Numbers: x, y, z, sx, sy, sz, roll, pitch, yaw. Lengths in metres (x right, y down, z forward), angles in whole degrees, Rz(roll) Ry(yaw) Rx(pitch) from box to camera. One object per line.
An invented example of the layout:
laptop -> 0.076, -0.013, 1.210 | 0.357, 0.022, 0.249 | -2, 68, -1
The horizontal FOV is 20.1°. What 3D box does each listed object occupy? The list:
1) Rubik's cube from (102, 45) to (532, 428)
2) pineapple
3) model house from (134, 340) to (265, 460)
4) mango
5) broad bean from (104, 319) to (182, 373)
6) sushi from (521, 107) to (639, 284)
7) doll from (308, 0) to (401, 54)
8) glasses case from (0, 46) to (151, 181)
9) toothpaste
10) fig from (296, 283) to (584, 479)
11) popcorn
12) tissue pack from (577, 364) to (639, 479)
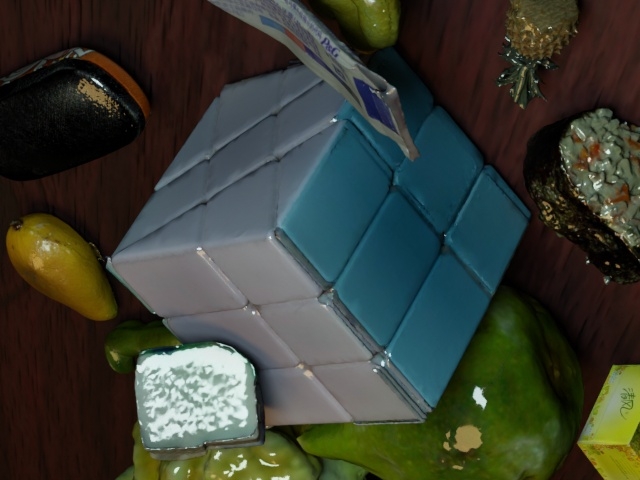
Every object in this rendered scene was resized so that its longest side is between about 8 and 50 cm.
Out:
Rubik's cube -> 0.000, 0.000, 1.510 | 0.221, 0.231, 0.224 | -9, 132, 48
pineapple -> 0.154, -0.142, 1.345 | 0.058, 0.058, 0.124 | 28, 149, 5
model house -> -0.097, 0.134, 1.502 | 0.100, 0.088, 0.100 | -6, 168, 3
mango -> -0.282, 0.033, 1.966 | 0.101, 0.066, 0.187 | 10, 151, 33
broad bean -> -0.178, 0.113, 1.997 | 0.070, 0.048, 0.213 | 44, 147, -19
sushi -> 0.227, -0.035, 1.400 | 0.150, 0.090, 0.078 | 47, 154, -14
doll -> 0.032, -0.215, 1.339 | 0.137, 0.097, 0.209 | 60, 168, 12
glasses case -> -0.260, -0.117, 1.724 | 0.266, 0.067, 0.103 | -12, 127, 50
toothpaste -> -0.027, -0.172, 1.363 | 0.282, 0.099, 0.068 | 44, 112, 27
fig -> 0.095, 0.156, 1.625 | 0.275, 0.206, 0.206 | -22, 124, 25
popcorn -> -0.067, 0.257, 1.864 | 0.279, 0.274, 0.335 | 48, 174, 15
tissue pack -> 0.317, 0.204, 1.653 | 0.062, 0.095, 0.176 | -4, 134, 45
